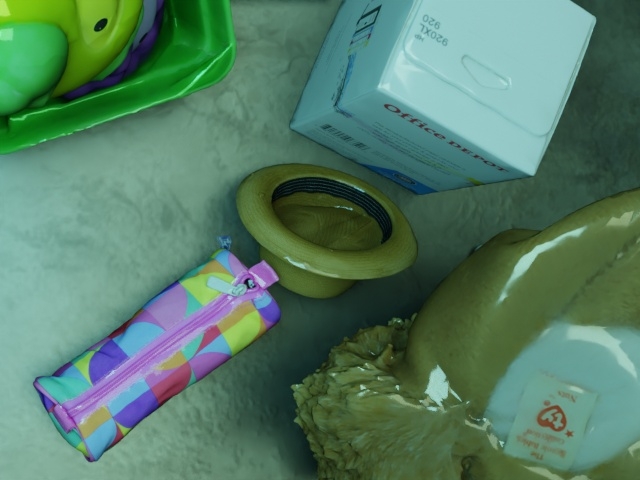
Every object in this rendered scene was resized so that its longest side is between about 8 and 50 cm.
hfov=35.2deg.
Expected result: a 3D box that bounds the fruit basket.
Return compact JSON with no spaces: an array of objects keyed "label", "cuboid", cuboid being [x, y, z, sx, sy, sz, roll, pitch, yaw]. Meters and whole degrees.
[{"label":"fruit basket","cuboid":[-0.196,-0.229,0.735,0.283,0.392,0.392,-23,97,-20]}]

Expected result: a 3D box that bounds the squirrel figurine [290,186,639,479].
[{"label":"squirrel figurine","cuboid":[0.162,0.114,0.953,0.397,0.370,0.281,-20,97,8]}]

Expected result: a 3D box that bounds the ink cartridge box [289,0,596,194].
[{"label":"ink cartridge box","cuboid":[0.109,-0.159,0.969,0.171,0.232,0.168,26,80,-19]}]

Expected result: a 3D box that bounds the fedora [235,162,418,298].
[{"label":"fedora","cuboid":[0.000,0.000,0.989,0.194,0.194,0.079,10,125,-21]}]

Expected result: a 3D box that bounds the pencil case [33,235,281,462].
[{"label":"pencil case","cuboid":[-0.146,0.100,0.936,0.236,0.104,0.104,-38,102,-17]}]
